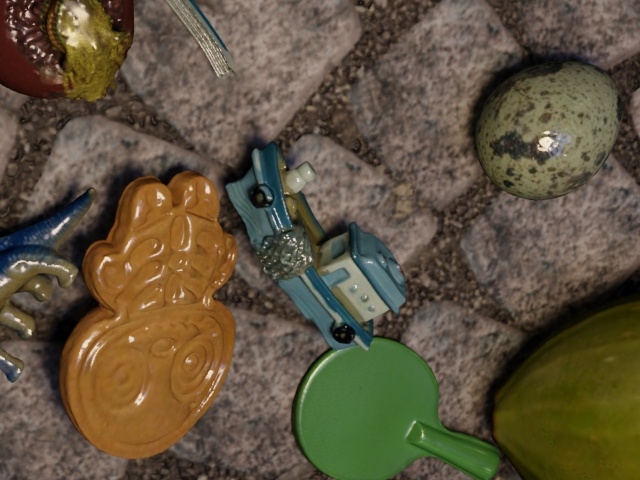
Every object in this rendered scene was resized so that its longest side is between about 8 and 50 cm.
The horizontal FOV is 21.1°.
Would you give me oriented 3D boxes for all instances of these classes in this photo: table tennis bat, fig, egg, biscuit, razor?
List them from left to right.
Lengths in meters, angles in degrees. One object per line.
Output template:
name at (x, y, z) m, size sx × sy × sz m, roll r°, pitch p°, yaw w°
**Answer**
biscuit at (-0.155, 0.075, 1.645) m, size 0.202 × 0.044 × 0.288 m, roll -2°, pitch 112°, yaw -44°
razor at (-0.138, -0.226, 1.592) m, size 0.068 × 0.037 × 0.191 m, roll -21°, pitch 128°, yaw 31°
table tennis bat at (0.086, 0.197, 1.832) m, size 0.257 × 0.039 × 0.160 m, roll 26°, pitch 94°, yaw -23°
egg at (0.234, -0.116, 1.740) m, size 0.172 × 0.132 × 0.132 m, roll -38°, pitch 118°, yaw -22°
fig at (0.338, 0.189, 1.816) m, size 0.316 × 0.316 × 0.316 m, roll -8°, pitch 110°, yaw -22°

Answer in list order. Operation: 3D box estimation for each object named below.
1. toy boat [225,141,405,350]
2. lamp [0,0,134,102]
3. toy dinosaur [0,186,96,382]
toy boat at (0.000, 0.000, 1.681) m, size 0.098 × 0.109 × 0.238 m, roll -27°, pitch 119°, yaw 19°
lamp at (-0.233, -0.198, 1.501) m, size 0.157 × 0.135 × 0.156 m, roll 5°, pitch 104°, yaw -23°
toy dinosaur at (-0.325, 0.024, 1.572) m, size 0.188 × 0.075 × 0.247 m, roll 29°, pitch 100°, yaw -26°
